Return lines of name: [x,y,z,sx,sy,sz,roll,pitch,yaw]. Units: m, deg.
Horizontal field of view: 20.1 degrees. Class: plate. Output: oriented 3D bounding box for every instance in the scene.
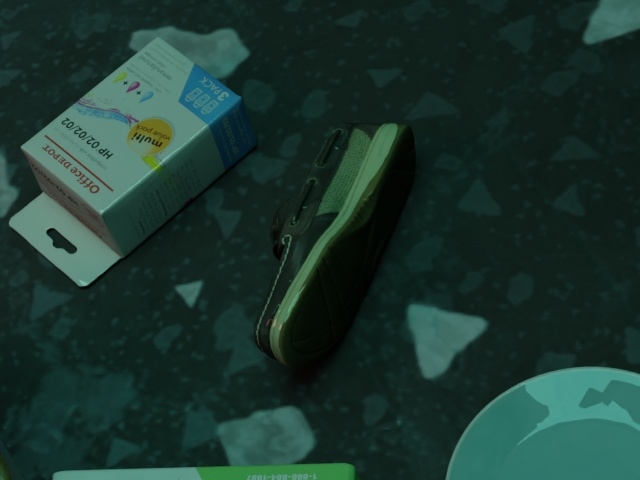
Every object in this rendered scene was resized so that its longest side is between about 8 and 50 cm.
plate: [0.175,0.167,1.173,0.188,0.024,0.188,-5,54,8]

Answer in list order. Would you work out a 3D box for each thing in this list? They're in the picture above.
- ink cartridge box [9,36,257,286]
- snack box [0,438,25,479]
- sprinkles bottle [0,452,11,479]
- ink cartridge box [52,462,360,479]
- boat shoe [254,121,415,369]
ink cartridge box: [-0.152,-0.061,1.384,0.181,0.061,0.104,-42,57,-17]
snack box: [-0.283,0.105,1.202,0.070,0.207,0.174,-39,55,-16]
sprinkles bottle: [-0.343,0.221,1.068,0.355,0.121,0.121,-36,50,20]
ink cartridge box: [-0.073,0.281,1.087,0.198,0.114,0.273,-3,54,10]
boat shoe: [0.000,-0.001,1.303,0.073,0.080,0.223,11,52,26]
